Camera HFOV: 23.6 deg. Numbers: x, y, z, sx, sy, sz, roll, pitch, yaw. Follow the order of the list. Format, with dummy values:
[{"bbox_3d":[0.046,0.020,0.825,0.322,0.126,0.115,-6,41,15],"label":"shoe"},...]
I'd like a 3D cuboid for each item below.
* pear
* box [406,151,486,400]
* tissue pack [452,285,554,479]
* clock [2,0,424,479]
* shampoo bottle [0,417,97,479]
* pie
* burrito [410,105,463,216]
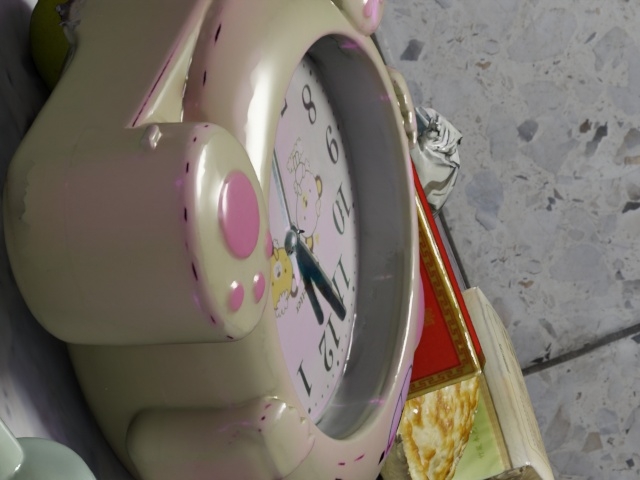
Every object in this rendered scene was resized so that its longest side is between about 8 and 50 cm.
[{"bbox_3d":[-0.114,-0.109,0.818,0.097,0.092,0.092,8,-51,52],"label":"pear"},{"bbox_3d":[0.000,0.000,1.034,0.074,0.153,0.240,-26,95,-77],"label":"box"},{"bbox_3d":[0.175,0.192,1.751,0.159,0.125,0.234,54,19,-57],"label":"tissue pack"},{"bbox_3d":[-0.026,0.005,0.756,0.284,0.114,0.309,-71,151,-44],"label":"clock"},{"bbox_3d":[-0.092,0.110,0.535,0.056,0.056,0.195,-97,164,-56],"label":"shampoo bottle"},{"bbox_3d":[0.080,0.149,1.377,0.205,0.084,0.179,65,34,-36],"label":"pie"},{"bbox_3d":[0.075,-0.055,1.558,0.445,0.101,0.139,124,-21,-83],"label":"burrito"}]
